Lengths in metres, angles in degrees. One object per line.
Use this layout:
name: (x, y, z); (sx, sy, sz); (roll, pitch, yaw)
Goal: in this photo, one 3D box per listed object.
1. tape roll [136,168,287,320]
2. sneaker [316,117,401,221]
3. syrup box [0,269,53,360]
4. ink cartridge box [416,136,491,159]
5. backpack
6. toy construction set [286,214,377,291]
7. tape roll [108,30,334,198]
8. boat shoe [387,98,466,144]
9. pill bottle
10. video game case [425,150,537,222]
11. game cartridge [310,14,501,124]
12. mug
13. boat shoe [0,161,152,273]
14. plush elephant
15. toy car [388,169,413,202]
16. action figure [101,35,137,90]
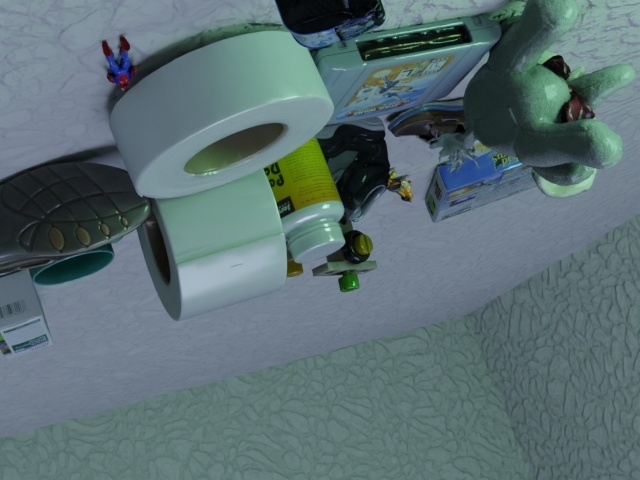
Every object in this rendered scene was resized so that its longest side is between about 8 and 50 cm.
tape roll: (-0.172, -0.017, 1.751); (0.169, 0.246, 0.246); (-16, 166, -19)
sneaker: (-0.003, -0.094, 1.890); (0.268, 0.153, 0.101); (-21, 166, -1)
syrup box: (-0.549, 0.138, 2.098); (0.093, 0.096, 0.237); (-18, 165, -13)
ink cartridge box: (0.291, -0.199, 2.109); (0.209, 0.062, 0.109); (-25, 166, 19)
backpack: (0.011, -0.274, 1.330); (0.114, 0.105, 0.084); (-18, 166, 9)
toy construction set: (0.000, 0.000, 2.077); (0.257, 0.237, 0.309); (-25, 166, 15)
tape roll: (-0.130, -0.161, 1.527); (0.286, 0.100, 0.286); (-23, 170, -4)
boat shoe: (0.202, -0.197, 1.979); (0.183, 0.066, 0.066); (-15, 165, -24)
pill bottle: (-0.038, -0.079, 1.767); (0.117, 0.215, 0.117); (-20, 166, -5)
video game case: (0.365, -0.137, 2.456); (0.269, 0.061, 0.244); (-20, 167, -6)
game cartridge: (0.098, -0.242, 1.692); (0.297, 0.062, 0.198); (-14, 161, -25)
mug: (-0.383, -0.004, 1.795); (0.158, 0.097, 0.129); (-19, 166, -12)
boat shoe: (-0.414, -0.026, 1.659); (0.355, 0.132, 0.130); (-12, 176, -1)
plush elephant: (0.359, -0.209, 1.777); (0.255, 0.272, 0.330); (-16, 170, -40)
toy car: (0.162, -0.108, 2.291); (0.040, 0.060, 0.122); (-53, 172, -1)
action figure: (-0.239, -0.206, 1.388); (0.038, 0.030, 0.115); (-23, 169, -9)
